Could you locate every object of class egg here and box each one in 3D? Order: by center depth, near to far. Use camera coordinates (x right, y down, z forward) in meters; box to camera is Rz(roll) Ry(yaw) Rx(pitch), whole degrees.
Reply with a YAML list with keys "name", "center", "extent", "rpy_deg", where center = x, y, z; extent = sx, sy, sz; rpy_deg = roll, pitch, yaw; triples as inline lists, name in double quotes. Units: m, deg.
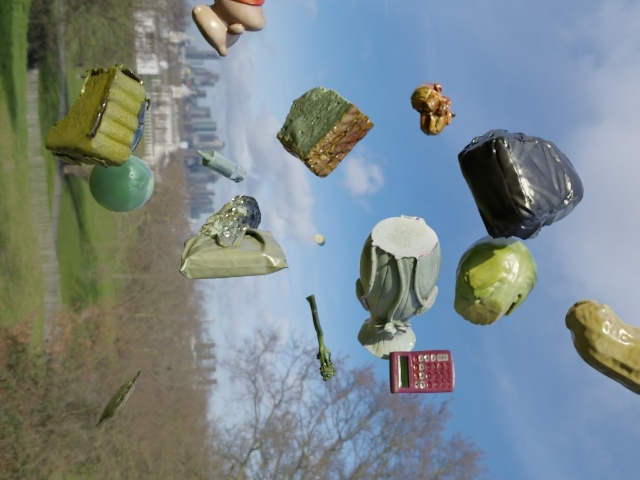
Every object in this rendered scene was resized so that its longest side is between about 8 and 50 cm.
- name: "egg"
  center: [-0.750, -0.218, 2.067]
  extent: [0.269, 0.220, 0.221]
  rpy_deg: [-6, -94, 36]

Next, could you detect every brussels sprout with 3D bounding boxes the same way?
- name: "brussels sprout"
  center: [0.617, 0.140, 1.932]
  extent: [0.344, 0.268, 0.344]
  rpy_deg: [-49, 149, -45]

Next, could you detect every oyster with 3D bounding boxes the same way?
- name: "oyster"
  center: [-0.346, -0.030, 2.005]
  extent: [0.351, 0.162, 0.158]
  rpy_deg: [-50, 175, -42]

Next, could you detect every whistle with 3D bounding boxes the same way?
- name: "whistle"
  center: [-0.325, -0.248, 1.818]
  extent: [0.312, 0.062, 0.062]
  rpy_deg: [22, 64, -78]

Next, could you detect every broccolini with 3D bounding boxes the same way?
- name: "broccolini"
  center: [-0.010, 0.420, 2.367]
  extent: [0.078, 0.073, 0.393]
  rpy_deg: [-27, 106, -63]

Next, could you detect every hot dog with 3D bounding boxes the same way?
- name: "hot dog"
  center: [0.356, -0.425, 1.728]
  extent: [0.349, 0.117, 0.158]
  rpy_deg: [-57, 126, -71]

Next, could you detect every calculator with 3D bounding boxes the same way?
- name: "calculator"
  center: [0.297, 0.388, 1.611]
  extent: [0.034, 0.190, 0.127]
  rpy_deg: [56, 33, -62]

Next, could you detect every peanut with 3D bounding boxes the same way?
- name: "peanut"
  center: [0.823, 0.306, 1.507]
  extent: [0.158, 0.339, 0.174]
  rpy_deg: [-56, 169, -32]

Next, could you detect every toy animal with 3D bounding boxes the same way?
- name: "toy animal"
  center: [-0.223, -0.582, 1.375]
  extent: [0.197, 0.171, 0.171]
  rpy_deg: [-39, -142, 16]

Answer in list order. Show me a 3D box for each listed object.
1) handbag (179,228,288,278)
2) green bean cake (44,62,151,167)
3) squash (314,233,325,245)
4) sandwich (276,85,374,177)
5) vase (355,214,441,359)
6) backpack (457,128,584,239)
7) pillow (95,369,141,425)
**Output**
- name: "handbag"
  center: [-0.272, 0.036, 1.692]
  extent: [0.253, 0.315, 0.109]
  rpy_deg: [-120, -152, -66]
- name: "green bean cake"
  center: [-0.678, -0.374, 1.707]
  extent: [0.284, 0.202, 0.310]
  rpy_deg: [11, -102, 36]
- name: "squash"
  center: [0.000, 0.000, 1.547]
  extent: [0.083, 0.027, 0.028]
  rpy_deg: [45, 40, -81]
- name: "sandwich"
  center: [-0.006, -0.384, 1.855]
  extent: [0.131, 0.262, 0.325]
  rpy_deg: [41, 3, -40]
- name: "vase"
  center: [0.221, 0.153, 1.623]
  extent: [0.250, 0.249, 0.446]
  rpy_deg: [-108, -164, -48]
- name: "backpack"
  center: [0.647, -0.182, 1.732]
  extent: [0.254, 0.445, 0.364]
  rpy_deg: [-35, -113, 52]
- name: "pillow"
  center: [-0.518, 0.409, 1.405]
  extent: [0.217, 0.033, 0.130]
  rpy_deg: [-39, -160, 49]
